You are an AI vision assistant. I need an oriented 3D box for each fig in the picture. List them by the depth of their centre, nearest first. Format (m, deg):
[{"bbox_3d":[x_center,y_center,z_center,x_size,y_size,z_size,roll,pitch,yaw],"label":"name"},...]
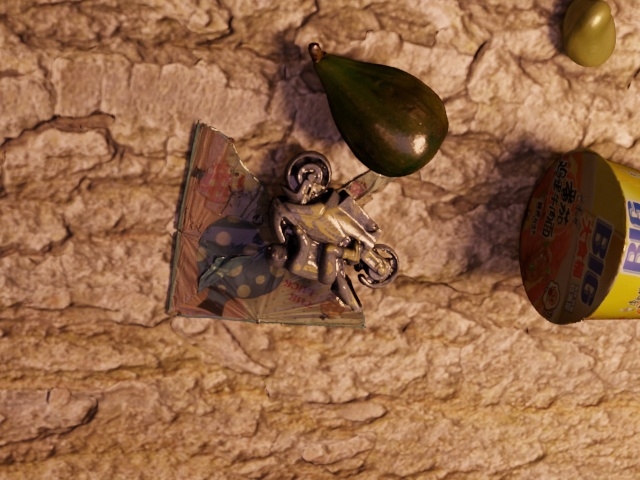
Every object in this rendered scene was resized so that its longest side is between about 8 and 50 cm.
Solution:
[{"bbox_3d":[0.051,-0.145,1.379,0.177,0.117,0.117,34,105,-6],"label":"fig"}]

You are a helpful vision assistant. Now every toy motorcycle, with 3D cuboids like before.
[{"bbox_3d":[0.000,0.000,1.445,0.124,0.061,0.193,-37,110,0],"label":"toy motorcycle"}]

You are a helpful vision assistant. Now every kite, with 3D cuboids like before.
[{"bbox_3d":[-0.050,-0.004,1.473,0.314,0.011,0.335,-34,117,6],"label":"kite"}]

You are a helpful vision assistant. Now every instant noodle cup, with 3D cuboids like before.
[{"bbox_3d":[0.341,0.001,1.461,0.153,0.205,0.205,5,114,-24],"label":"instant noodle cup"}]

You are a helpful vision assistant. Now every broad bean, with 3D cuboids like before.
[{"bbox_3d":[0.296,-0.228,1.418,0.063,0.045,0.083,-22,126,-12],"label":"broad bean"}]
